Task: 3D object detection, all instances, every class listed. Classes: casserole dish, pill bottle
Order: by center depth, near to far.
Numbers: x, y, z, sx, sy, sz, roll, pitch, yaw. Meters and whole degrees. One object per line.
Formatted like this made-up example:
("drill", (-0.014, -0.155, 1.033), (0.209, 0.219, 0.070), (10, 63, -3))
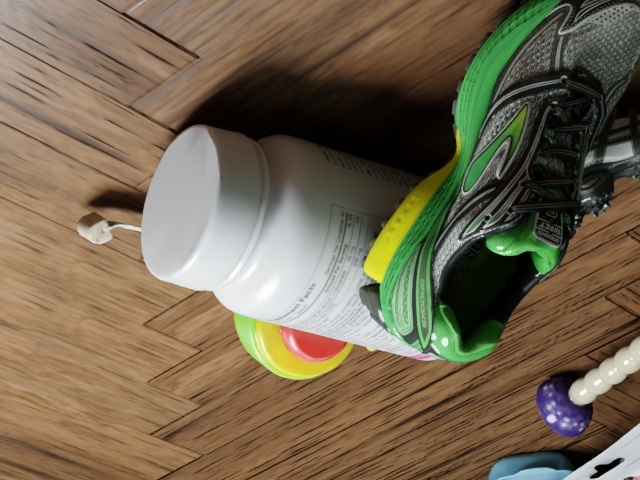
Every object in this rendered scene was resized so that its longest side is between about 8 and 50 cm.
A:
("pill bottle", (0.000, 0.000, 1.560), (0.283, 0.160, 0.160), (16, 140, -30))
("casserole dish", (0.251, 0.304, 2.179), (0.114, 0.037, 0.188), (-6, 146, -2))

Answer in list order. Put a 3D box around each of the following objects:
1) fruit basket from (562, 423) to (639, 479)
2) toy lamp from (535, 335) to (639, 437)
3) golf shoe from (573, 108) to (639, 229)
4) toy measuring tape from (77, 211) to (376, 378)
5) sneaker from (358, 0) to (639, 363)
("fruit basket", (0.457, 0.282, 2.105), (0.353, 0.165, 0.327), (20, 139, -20))
("toy lamp", (0.331, 0.115, 1.872), (0.080, 0.080, 0.275), (15, 141, -29))
("golf shoe", (0.256, -0.090, 1.556), (0.198, 0.094, 0.077), (-32, 162, -9))
("toy measuring tape", (-0.076, 0.060, 1.672), (0.330, 0.121, 0.121), (12, 142, -26))
("sneaker", (0.172, -0.051, 1.441), (0.134, 0.146, 0.343), (23, 99, -33))
